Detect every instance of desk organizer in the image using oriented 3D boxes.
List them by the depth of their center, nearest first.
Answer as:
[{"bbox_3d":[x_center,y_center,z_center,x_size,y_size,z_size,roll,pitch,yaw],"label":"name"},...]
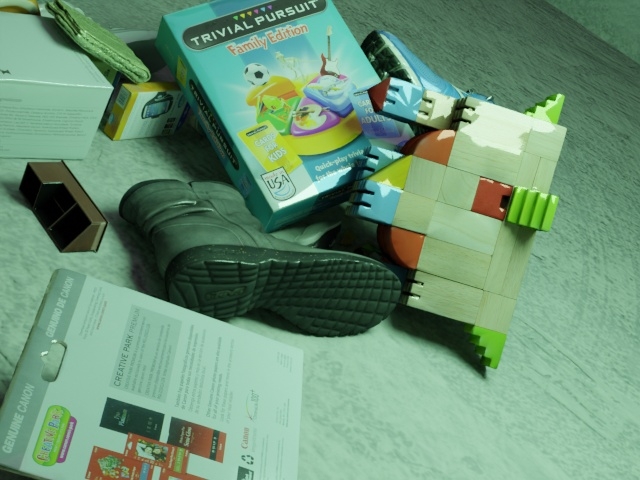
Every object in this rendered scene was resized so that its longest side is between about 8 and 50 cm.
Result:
[{"bbox_3d":[-0.314,-0.042,1.515,0.050,0.047,0.130,-4,41,-42],"label":"desk organizer"}]

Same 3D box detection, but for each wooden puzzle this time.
[{"bbox_3d":[0.076,0.025,1.787,0.116,0.014,0.078,33,28,9],"label":"wooden puzzle"}]

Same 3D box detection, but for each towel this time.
[{"bbox_3d":[-0.305,-0.273,1.712,0.148,0.027,0.110,28,16,-49],"label":"towel"}]

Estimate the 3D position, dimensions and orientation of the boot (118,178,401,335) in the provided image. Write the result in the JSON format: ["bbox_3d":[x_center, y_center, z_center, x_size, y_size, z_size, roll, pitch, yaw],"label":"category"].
[{"bbox_3d":[-0.072,0.003,1.587,0.338,0.118,0.223,12,27,-33],"label":"boot"}]

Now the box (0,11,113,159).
[{"bbox_3d":[-0.402,-0.206,1.635,0.182,0.119,0.181,-1,40,-43],"label":"box"}]

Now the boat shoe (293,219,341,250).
[{"bbox_3d":[0.000,0.000,1.735,0.046,0.038,0.125,-9,12,20],"label":"boat shoe"}]

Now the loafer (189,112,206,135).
[{"bbox_3d":[-0.171,-0.186,1.902,0.039,0.045,0.125,19,17,21],"label":"loafer"}]

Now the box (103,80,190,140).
[{"bbox_3d":[-0.242,-0.187,1.789,0.028,0.081,0.136,41,30,24],"label":"box"}]

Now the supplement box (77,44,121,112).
[{"bbox_3d":[-0.339,-0.235,1.778,0.083,0.083,0.056,2,37,-39],"label":"supplement box"}]

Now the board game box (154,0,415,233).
[{"bbox_3d":[-0.046,-0.204,1.779,0.253,0.079,0.336,-23,72,-25],"label":"board game box"}]

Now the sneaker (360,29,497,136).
[{"bbox_3d":[0.178,-0.181,1.872,0.330,0.130,0.147,52,45,2],"label":"sneaker"}]

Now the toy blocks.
[{"bbox_3d":[0.156,-0.049,1.672,0.260,0.381,0.191,16,-1,-9],"label":"toy blocks"}]

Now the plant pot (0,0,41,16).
[{"bbox_3d":[-0.487,-0.352,1.735,0.205,0.205,0.188,-8,54,-49],"label":"plant pot"}]

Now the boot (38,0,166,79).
[{"bbox_3d":[-0.342,-0.314,1.885,0.258,0.095,0.123,-10,58,-49],"label":"boot"}]

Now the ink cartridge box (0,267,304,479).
[{"bbox_3d":[-0.165,0.191,1.162,0.271,0.130,0.309,21,28,-10],"label":"ink cartridge box"}]
